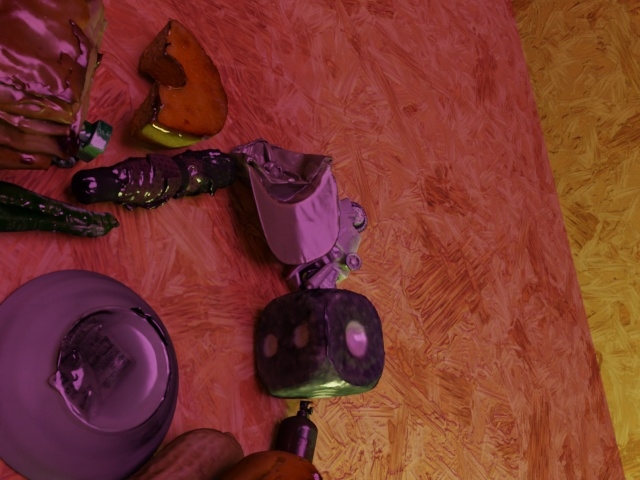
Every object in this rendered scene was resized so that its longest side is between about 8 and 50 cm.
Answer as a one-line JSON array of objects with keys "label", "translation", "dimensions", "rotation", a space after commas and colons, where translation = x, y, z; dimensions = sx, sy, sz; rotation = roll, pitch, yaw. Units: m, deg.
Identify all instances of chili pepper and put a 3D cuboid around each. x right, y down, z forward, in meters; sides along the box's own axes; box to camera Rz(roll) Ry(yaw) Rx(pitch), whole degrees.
[{"label": "chili pepper", "translation": [-0.390, -0.040, 0.945], "dimensions": [0.226, 0.059, 0.088], "rotation": [9, 58, -50]}]

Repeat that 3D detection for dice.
[{"label": "dice", "translation": [0.000, 0.192, 1.195], "dimensions": [0.182, 0.183, 0.182], "rotation": [18, 61, -45]}]

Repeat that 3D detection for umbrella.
[{"label": "umbrella", "translation": [-0.261, -0.102, 1.082], "dimensions": [0.326, 0.090, 0.094], "rotation": [-20, 89, -52]}]

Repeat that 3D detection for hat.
[{"label": "hat", "translation": [-0.082, -0.080, 1.270], "dimensions": [0.214, 0.149, 0.245], "rotation": [-3, 96, -40]}]

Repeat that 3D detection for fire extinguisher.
[{"label": "fire extinguisher", "translation": [-0.049, 0.401, 1.150], "dimensions": [0.089, 0.072, 0.268], "rotation": [71, 26, -54]}]

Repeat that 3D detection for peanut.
[{"label": "peanut", "translation": [-0.202, 0.358, 0.955], "dimensions": [0.122, 0.137, 0.253], "rotation": [31, 37, 18]}]

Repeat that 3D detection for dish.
[{"label": "dish", "translation": [-0.305, 0.185, 0.913], "dimensions": [0.316, 0.106, 0.317], "rotation": [20, 62, -42]}]

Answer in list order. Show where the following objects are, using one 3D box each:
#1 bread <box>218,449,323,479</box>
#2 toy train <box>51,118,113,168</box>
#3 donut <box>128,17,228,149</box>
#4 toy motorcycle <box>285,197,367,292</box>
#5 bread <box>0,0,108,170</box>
[{"label": "bread", "translation": [-0.121, 0.479, 0.872], "dimensions": [0.328, 0.147, 0.337], "rotation": [-40, 133, -43]}, {"label": "toy train", "translation": [-0.401, -0.172, 0.946], "dimensions": [0.178, 0.104, 0.071], "rotation": [31, 58, -36]}, {"label": "donut", "translation": [-0.238, -0.243, 1.131], "dimensions": [0.152, 0.101, 0.259], "rotation": [33, 40, -37]}, {"label": "toy motorcycle", "translation": [0.000, 0.000, 1.341], "dimensions": [0.170, 0.110, 0.260], "rotation": [34, 58, -13]}, {"label": "bread", "translation": [-0.440, -0.238, 0.786], "dimensions": [0.324, 0.167, 0.278], "rotation": [6, 66, -10]}]
